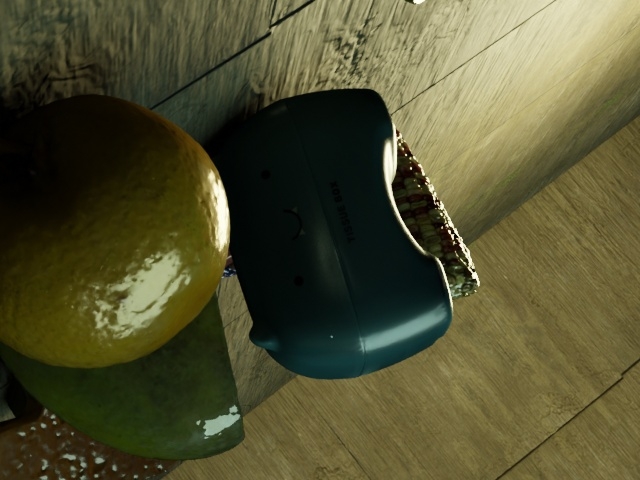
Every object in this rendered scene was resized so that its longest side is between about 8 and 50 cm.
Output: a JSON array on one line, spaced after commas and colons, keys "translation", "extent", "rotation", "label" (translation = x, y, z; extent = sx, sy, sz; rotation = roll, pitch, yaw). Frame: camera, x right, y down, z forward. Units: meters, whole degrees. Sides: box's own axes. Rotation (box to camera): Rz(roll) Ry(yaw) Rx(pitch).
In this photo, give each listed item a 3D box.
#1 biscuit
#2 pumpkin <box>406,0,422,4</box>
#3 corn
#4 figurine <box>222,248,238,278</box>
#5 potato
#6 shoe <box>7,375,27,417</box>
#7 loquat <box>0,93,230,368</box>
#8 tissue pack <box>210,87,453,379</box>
[{"translation": [-0.271, 0.250, 1.427], "extent": [0.064, 0.432, 0.283], "rotation": [10, -170, 44], "label": "biscuit"}, {"translation": [0.128, -0.318, 0.919], "extent": [0.317, 0.139, 0.222], "rotation": [-41, 171, 12], "label": "pumpkin"}, {"translation": [0.091, -0.039, 1.530], "extent": [0.098, 0.290, 0.098], "rotation": [-22, 149, -14], "label": "corn"}, {"translation": [-0.076, 0.035, 1.649], "extent": [0.114, 0.157, 0.126], "rotation": [-64, 159, 10], "label": "figurine"}, {"translation": [-0.157, 0.092, 1.289], "extent": [0.269, 0.255, 0.112], "rotation": [-38, 170, -9], "label": "potato"}, {"translation": [-0.306, 0.181, 1.582], "extent": [0.108, 0.093, 0.241], "rotation": [-36, 167, -23], "label": "shoe"}, {"translation": [-0.172, -0.009, 1.001], "extent": [0.208, 0.208, 0.208], "rotation": [-38, 169, -9], "label": "loquat"}, {"translation": [0.000, 0.000, 1.377], "extent": [0.206, 0.288, 0.198], "rotation": [-15, 167, -6], "label": "tissue pack"}]
